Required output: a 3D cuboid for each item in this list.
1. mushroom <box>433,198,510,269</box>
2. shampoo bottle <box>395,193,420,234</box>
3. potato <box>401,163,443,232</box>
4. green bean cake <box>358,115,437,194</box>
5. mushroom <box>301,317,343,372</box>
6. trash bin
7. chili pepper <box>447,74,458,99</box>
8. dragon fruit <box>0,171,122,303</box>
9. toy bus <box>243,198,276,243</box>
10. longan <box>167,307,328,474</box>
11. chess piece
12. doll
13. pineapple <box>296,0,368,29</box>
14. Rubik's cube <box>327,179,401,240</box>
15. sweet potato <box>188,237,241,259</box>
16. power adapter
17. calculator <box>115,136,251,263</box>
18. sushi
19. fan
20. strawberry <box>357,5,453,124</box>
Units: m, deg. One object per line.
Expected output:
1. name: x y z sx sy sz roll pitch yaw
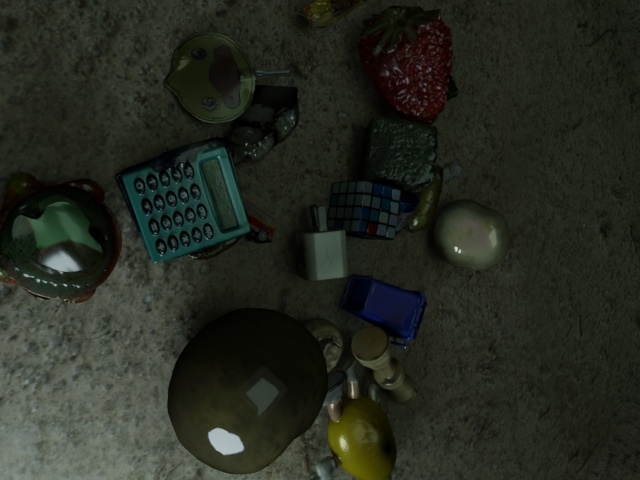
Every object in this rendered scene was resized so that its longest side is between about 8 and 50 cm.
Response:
1. mushroom: 0.518 -0.020 1.958 0.260 0.254 0.234 65 12 2
2. shampoo bottle: 0.235 -0.068 1.745 0.087 0.183 0.050 -7 55 -30
3. potato: 0.323 -0.145 1.821 0.113 0.149 0.251 15 87 -16
4. green bean cake: 0.239 -0.253 1.713 0.227 0.125 0.223 8 81 -3
5. mushroom: -0.008 0.303 1.600 0.166 0.127 0.166 3 85 -34
6. trash bin: 0.191 0.210 1.736 0.234 0.162 0.184 26 76 -30
7. chili pepper: 0.370 -0.485 1.902 0.227 0.059 0.088 -32 107 -28
8. dragon fruit: -0.545 -0.005 1.169 0.268 0.130 0.295 -40 116 -24
9. toy bus: -0.197 -0.058 1.466 0.174 0.079 0.077 36 67 -32
10. longan: -0.168 0.348 1.345 0.404 0.336 0.405 9 77 -45
11. chess piece: 0.218 0.415 1.757 0.117 0.117 0.397 -55 137 -22
12. doll: 0.089 0.552 1.669 0.348 0.161 0.423 3 86 -41
13. pineapple: 0.032 -0.659 1.583 0.233 0.135 0.079 -32 98 -20
14. Rubik's cube: 0.126 -0.088 1.664 0.151 0.154 0.155 12 85 -37
15. sweet potato: -0.266 0.019 1.437 0.153 0.038 0.041 -24 105 -21
16. power adapter: 0.000 0.000 1.577 0.125 0.130 0.205 -6 96 -17
17. calculator: -0.315 -0.093 1.329 0.274 0.058 0.248 -19 103 -15
18. sushi: -0.151 -0.274 1.471 0.109 0.134 0.273 67 39 -58
19. fan: -0.227 -0.414 1.417 0.335 0.011 0.230 -14 94 -25
20. strawberry: 0.261 -0.529 1.712 0.292 0.292 0.343 -46 142 -27
